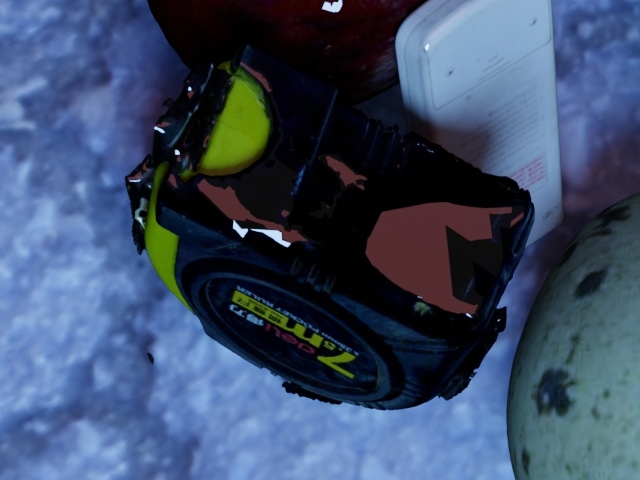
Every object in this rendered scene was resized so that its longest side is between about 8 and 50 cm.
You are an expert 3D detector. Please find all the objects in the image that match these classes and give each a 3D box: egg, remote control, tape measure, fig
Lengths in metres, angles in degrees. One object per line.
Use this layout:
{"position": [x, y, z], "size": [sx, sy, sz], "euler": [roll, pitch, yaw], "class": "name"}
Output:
{"position": [0.182, 0.076, 0.997], "size": [0.177, 0.177, 0.228], "euler": [9, 57, -9], "class": "egg"}
{"position": [0.084, -0.058, 1.017], "size": [0.087, 0.190, 0.029], "euler": [-33, 51, -18], "class": "remote control"}
{"position": [0.000, 0.000, 0.976], "size": [0.199, 0.186, 0.112], "euler": [29, 65, 2], "class": "tape measure"}
{"position": [0.033, -0.167, 1.019], "size": [0.249, 0.204, 0.186], "euler": [-6, 47, -13], "class": "fig"}
